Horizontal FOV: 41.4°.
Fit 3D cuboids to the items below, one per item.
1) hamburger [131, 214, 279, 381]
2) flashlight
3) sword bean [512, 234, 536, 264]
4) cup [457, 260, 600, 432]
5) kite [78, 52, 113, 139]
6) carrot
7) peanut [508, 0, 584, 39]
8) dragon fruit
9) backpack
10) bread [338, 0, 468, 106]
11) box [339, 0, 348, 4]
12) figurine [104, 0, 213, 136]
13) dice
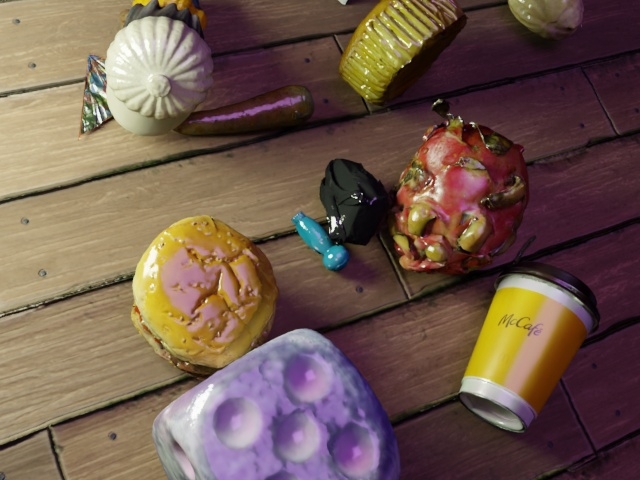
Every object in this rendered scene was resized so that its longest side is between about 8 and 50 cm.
[{"bbox_3d":[-0.180,0.092,1.350,0.245,0.163,0.244,8,65,-18],"label":"hamburger"},{"bbox_3d":[0.000,0.000,1.514,0.051,0.051,0.129,-40,86,-28],"label":"flashlight"},{"bbox_3d":[0.401,0.018,1.669,0.012,0.012,0.083,42,62,2],"label":"sword bean"},{"bbox_3d":[0.359,0.184,1.492,0.196,0.196,0.279,34,69,-3],"label":"cup"},{"bbox_3d":[-0.364,-0.263,1.525,0.232,0.009,0.189,-38,84,-29],"label":"kite"},{"bbox_3d":[-0.154,-0.228,1.558,0.298,0.078,0.078,-13,73,-18],"label":"carrot"},{"bbox_3d":[0.473,-0.585,1.886,0.149,0.149,0.313,-10,71,-23],"label":"peanut"},{"bbox_3d":[0.244,-0.066,1.518,0.250,0.269,0.291,32,57,7],"label":"dragon fruit"},{"bbox_3d":[0.060,-0.076,1.517,0.106,0.120,0.165,11,37,-21],"label":"backpack"},{"bbox_3d":[0.153,-0.379,1.619,0.142,0.253,0.227,44,65,0],"label":"bread"},{"bbox_3d":[0.010,-0.670,1.777,0.299,0.106,0.200,42,62,0],"label":"box"},{"bbox_3d":[-0.277,-0.352,1.467,0.185,0.204,0.332,-1,63,-4],"label":"figurine"},{"bbox_3d":[-0.067,0.308,1.234,0.270,0.270,0.271,-28,79,-26],"label":"dice"}]
